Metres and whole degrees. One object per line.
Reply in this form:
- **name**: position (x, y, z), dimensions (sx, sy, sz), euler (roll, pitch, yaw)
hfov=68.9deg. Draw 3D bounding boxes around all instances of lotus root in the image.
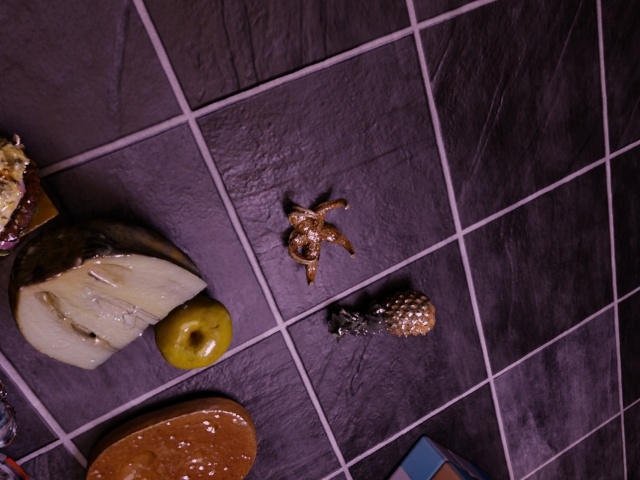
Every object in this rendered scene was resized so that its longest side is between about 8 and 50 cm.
- **lotus root**: position (-0.379, 0.065, 0.770), dimensions (0.267, 0.149, 0.260), euler (-37, 149, -1)

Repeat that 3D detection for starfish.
- **starfish**: position (0.000, 0.002, 0.999), dimensions (0.146, 0.074, 0.189), euler (-3, 109, -20)

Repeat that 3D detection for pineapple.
- **pineapple**: position (0.141, 0.188, 1.109), dimensions (0.251, 0.125, 0.125), euler (-8, 111, -14)

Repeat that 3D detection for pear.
- **pear**: position (-0.247, 0.177, 0.915), dimensions (0.149, 0.162, 0.148), euler (0, 90, -14)

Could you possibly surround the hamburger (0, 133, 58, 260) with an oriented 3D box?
- **hamburger**: position (-0.534, -0.060, 0.677), dimensions (0.262, 0.243, 0.138), euler (-43, 155, -6)

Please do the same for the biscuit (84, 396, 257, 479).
- **biscuit**: position (-0.320, 0.506, 1.048), dimensions (0.367, 0.063, 0.314), euler (-15, 115, -17)

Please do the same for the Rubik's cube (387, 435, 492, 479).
- **Rubik's cube**: position (0.367, 0.825, 1.278), dimensions (0.347, 0.346, 0.344), euler (38, 92, -29)

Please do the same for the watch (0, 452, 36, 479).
- **watch**: position (-0.682, 0.488, 0.771), dimensions (0.305, 0.241, 0.274), euler (34, 80, -13)

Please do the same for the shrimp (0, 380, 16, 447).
- **shrimp**: position (-0.652, 0.232, 0.769), dimensions (0.172, 0.137, 0.372), euler (-38, 120, -25)
